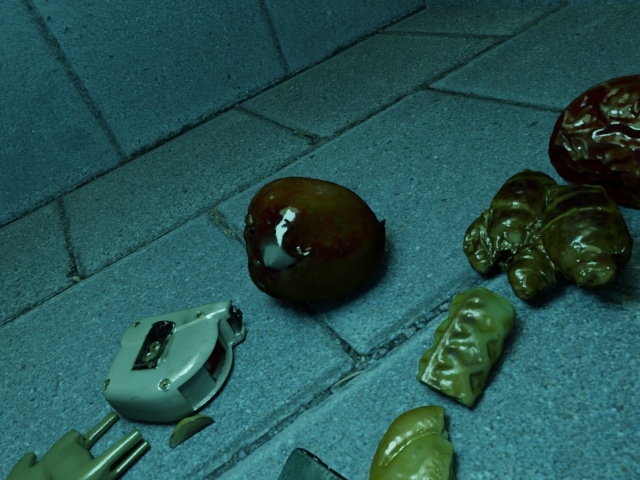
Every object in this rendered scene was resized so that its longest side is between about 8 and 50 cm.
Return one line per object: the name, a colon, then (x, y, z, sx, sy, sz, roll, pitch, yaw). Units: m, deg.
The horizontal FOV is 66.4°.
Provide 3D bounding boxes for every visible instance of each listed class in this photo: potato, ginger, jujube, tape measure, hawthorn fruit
potato: (-0.256, 0.356, 0.949, 0.093, 0.037, 0.036, -30, 29, -11)
ginger: (0.443, -0.012, 0.963, 0.274, 0.153, 0.357, -30, 32, -12)
jujube: (0.681, -0.196, 1.009, 0.276, 0.277, 0.377, -35, 47, -19)
tape measure: (-0.314, 0.251, 1.051, 0.258, 0.130, 0.265, -11, 35, 12)
hawthorn fruit: (-0.020, 0.005, 1.111, 0.308, 0.324, 0.308, -59, 14, 24)

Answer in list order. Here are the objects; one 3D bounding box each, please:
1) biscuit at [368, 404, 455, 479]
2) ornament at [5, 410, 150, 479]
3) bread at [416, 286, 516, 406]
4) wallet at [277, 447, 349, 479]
biscuit: (0.135, 0.373, 0.692, 0.154, 0.045, 0.299, -18, 33, 9)
ornament: (-0.489, 0.432, 0.951, 0.230, 0.061, 0.245, 13, 44, 44)
bread: (0.256, 0.175, 0.872, 0.128, 0.088, 0.232, 6, 47, 48)
wallet: (0.060, 0.421, 0.595, 0.378, 0.046, 0.191, 11, 68, 44)
